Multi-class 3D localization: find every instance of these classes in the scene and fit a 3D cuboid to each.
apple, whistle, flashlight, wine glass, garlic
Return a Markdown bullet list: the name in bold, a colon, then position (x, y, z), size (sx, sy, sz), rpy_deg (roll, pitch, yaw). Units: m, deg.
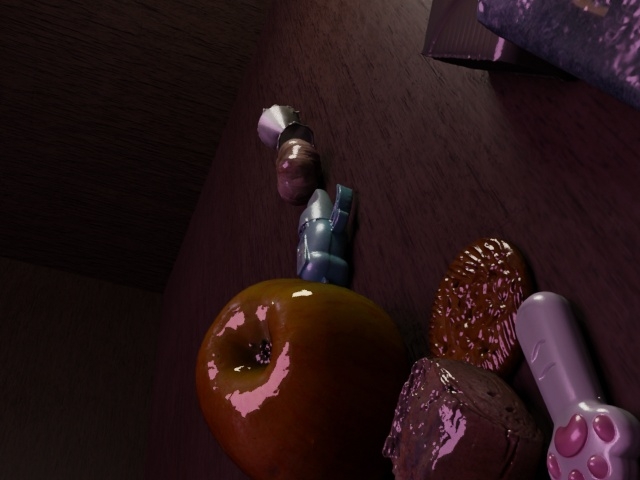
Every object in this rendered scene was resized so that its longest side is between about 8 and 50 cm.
- **apple**: position (-0.032, 0.190, 0.902), size (0.301, 0.302, 0.301), rpy_deg (-164, 90, -72)
- **whistle**: position (0.000, 0.000, 1.249), size (0.274, 0.093, 0.186), rpy_deg (-93, 26, -51)
- **flashlight**: position (0.214, 0.126, 0.589), size (0.200, 0.048, 0.093), rpy_deg (-95, 27, -45)
- **wine glass**: position (-0.083, -0.259, 1.656), size (0.183, 0.122, 0.122), rpy_deg (-125, 53, -65)
- **garlic**: position (-0.046, -0.149, 1.480), size (0.159, 0.102, 0.147), rpy_deg (-158, 70, -83)

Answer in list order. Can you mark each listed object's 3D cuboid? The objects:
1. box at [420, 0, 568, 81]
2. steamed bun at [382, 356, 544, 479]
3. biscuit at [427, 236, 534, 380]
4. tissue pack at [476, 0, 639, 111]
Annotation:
- **box**: position (0.225, -0.287, 0.783), size (0.274, 0.138, 0.178), rpy_deg (-127, 48, -69)
- **steamed bun**: position (0.131, 0.195, 0.660), size (0.175, 0.106, 0.144), rpy_deg (-143, 64, -66)
- **biscuit**: position (0.174, 0.087, 0.767), size (0.188, 0.027, 0.187), rpy_deg (-164, 90, -71)
- **tissue pack**: position (0.277, -0.215, 0.508), size (0.315, 0.103, 0.228), rpy_deg (54, 128, 48)
